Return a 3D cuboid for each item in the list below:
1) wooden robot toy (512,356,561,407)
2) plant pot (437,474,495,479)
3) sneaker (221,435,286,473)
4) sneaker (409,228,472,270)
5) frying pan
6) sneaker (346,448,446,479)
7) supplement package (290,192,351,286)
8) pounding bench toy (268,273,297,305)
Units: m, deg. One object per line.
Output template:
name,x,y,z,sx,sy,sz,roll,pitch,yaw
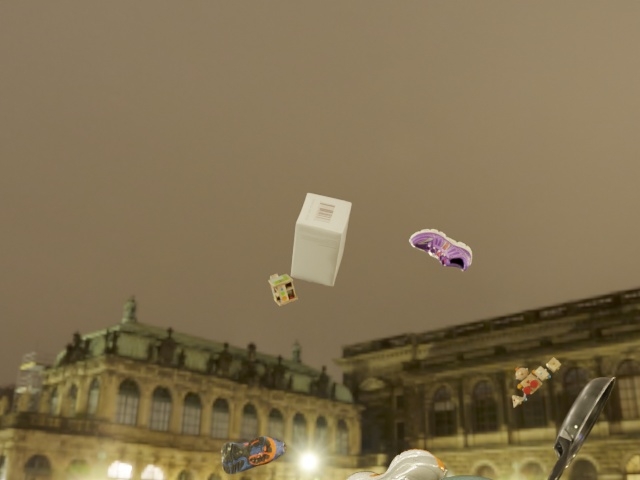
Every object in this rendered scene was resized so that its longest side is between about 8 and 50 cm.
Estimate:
wooden robot toy,0.568,0.372,2.071,0.173,0.079,0.076,-47,-25,11
plant pot,0.276,0.532,1.298,0.293,0.293,0.196,7,-35,-14
sneaker,-0.175,0.555,1.954,0.221,0.083,0.087,-21,-25,40
sneaker,0.306,0.026,1.913,0.170,0.071,0.068,20,-41,-6
frying pan,0.455,0.372,1.390,0.053,0.326,0.197,29,-38,28
sneaker,0.150,0.530,1.578,0.262,0.121,0.099,-35,-74,32
supplement package,0.000,0.000,1.703,0.105,0.105,0.179,13,-45,5
pounding bench toy,-0.101,0.127,1.975,0.052,0.065,0.083,-20,21,-16
